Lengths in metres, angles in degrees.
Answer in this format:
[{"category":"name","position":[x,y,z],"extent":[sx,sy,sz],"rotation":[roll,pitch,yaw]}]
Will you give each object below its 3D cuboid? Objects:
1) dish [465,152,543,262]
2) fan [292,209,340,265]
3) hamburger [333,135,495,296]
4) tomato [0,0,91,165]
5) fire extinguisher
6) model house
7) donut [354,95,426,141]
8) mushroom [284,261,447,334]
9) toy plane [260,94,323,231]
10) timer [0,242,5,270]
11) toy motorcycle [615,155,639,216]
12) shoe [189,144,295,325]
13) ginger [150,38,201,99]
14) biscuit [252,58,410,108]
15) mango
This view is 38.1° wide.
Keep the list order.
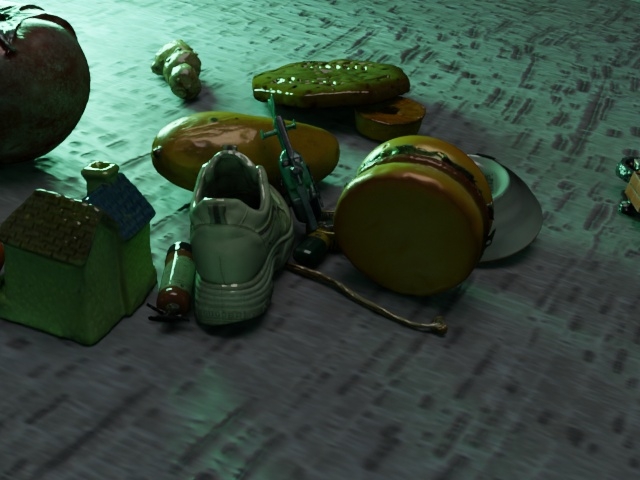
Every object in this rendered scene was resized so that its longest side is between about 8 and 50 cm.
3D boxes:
[{"category":"dish","position":[0.245,-0.078,1.562],"extent":[0.260,0.085,0.260],"rotation":[-2,41,2]},{"category":"fan","position":[0.000,0.000,1.472],"extent":[0.082,0.039,0.155],"rotation":[18,30,19]},{"category":"hamburger","position":[0.145,-0.044,1.388],"extent":[0.246,0.246,0.170],"rotation":[16,44,14]},{"category":"tomato","position":[-0.557,-0.279,1.584],"extent":[0.317,0.282,0.316],"rotation":[9,28,-5]},{"category":"fire extinguisher","position":[-0.206,0.065,1.305],"extent":[0.062,0.050,0.177],"rotation":[22,27,-13]},{"category":"model house","position":[-0.332,-0.004,1.263],"extent":[0.195,0.189,0.214],"rotation":[19,33,15]},{"category":"donut","position":[0.142,-0.251,1.921],"extent":[0.152,0.058,0.152],"rotation":[5,30,-3]},{"category":"mushroom","position":[0.056,0.082,1.371],"extent":[0.286,0.025,0.028],"rotation":[20,16,23]},{"category":"toy plane","position":[-0.047,-0.116,1.480],"extent":[0.060,0.096,0.235],"rotation":[-19,78,-2]},{"category":"timer","position":[-0.491,0.031,1.258],"extent":[0.136,0.099,0.136],"rotation":[3,45,-3]},{"category":"toy motorcycle","position":[0.643,-0.070,1.696],"extent":[0.171,0.089,0.298],"rotation":[8,29,-2]},{"category":"shoe","position":[-0.113,-0.047,1.350],"extent":[0.132,0.210,0.342],"rotation":[2,29,5]},{"category":"ginger","position":[-0.302,-0.366,1.998],"extent":[0.104,0.080,0.204],"rotation":[-33,38,-3]},{"category":"biscuit","position":[0.019,-0.343,2.004],"extent":[0.359,0.046,0.359],"rotation":[-3,22,1]},{"category":"mango","position":[-0.119,-0.149,1.601],"extent":[0.360,0.143,0.187],"rotation":[-2,21,-25]}]
